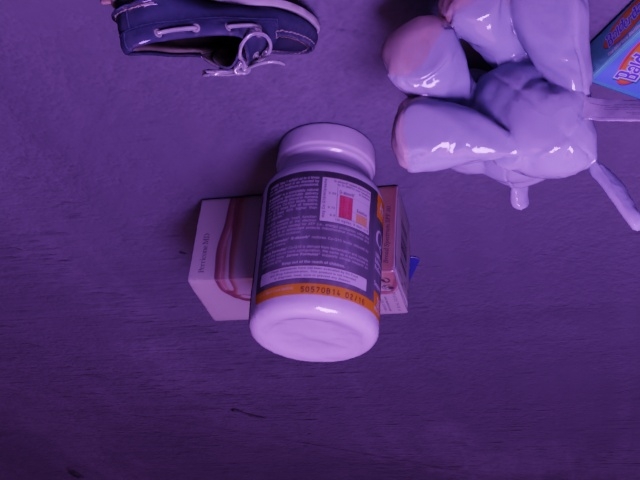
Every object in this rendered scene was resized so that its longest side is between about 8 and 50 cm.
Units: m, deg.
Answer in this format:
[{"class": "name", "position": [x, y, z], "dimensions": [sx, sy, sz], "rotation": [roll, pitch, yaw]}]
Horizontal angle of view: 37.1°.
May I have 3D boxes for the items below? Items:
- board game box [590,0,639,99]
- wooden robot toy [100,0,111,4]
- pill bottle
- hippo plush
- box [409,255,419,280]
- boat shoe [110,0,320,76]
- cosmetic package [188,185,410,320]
[{"class": "board game box", "position": [0.418, -0.204, 1.032], "dimensions": [0.210, 0.047, 0.160], "rotation": [15, 148, -18]}, {"class": "wooden robot toy", "position": [-0.215, -0.262, 0.940], "dimensions": [0.076, 0.079, 0.173], "rotation": [49, 156, -1]}, {"class": "pill bottle", "position": [0.000, 0.000, 1.212], "dimensions": [0.162, 0.278, 0.162], "rotation": [4, 150, 2]}, {"class": "hippo plush", "position": [0.218, -0.157, 1.042], "dimensions": [0.294, 0.234, 0.236], "rotation": [15, -177, 11]}, {"class": "box", "position": [0.039, 0.057, 1.552], "dimensions": [0.225, 0.036, 0.136], "rotation": [6, 150, -5]}, {"class": "boat shoe", "position": [-0.098, -0.211, 0.984], "dimensions": [0.095, 0.079, 0.255], "rotation": [-15, 169, 40]}, {"class": "cosmetic package", "position": [-0.025, 0.021, 1.384], "dimensions": [0.296, 0.153, 0.129], "rotation": [-5, 147, 13]}]
